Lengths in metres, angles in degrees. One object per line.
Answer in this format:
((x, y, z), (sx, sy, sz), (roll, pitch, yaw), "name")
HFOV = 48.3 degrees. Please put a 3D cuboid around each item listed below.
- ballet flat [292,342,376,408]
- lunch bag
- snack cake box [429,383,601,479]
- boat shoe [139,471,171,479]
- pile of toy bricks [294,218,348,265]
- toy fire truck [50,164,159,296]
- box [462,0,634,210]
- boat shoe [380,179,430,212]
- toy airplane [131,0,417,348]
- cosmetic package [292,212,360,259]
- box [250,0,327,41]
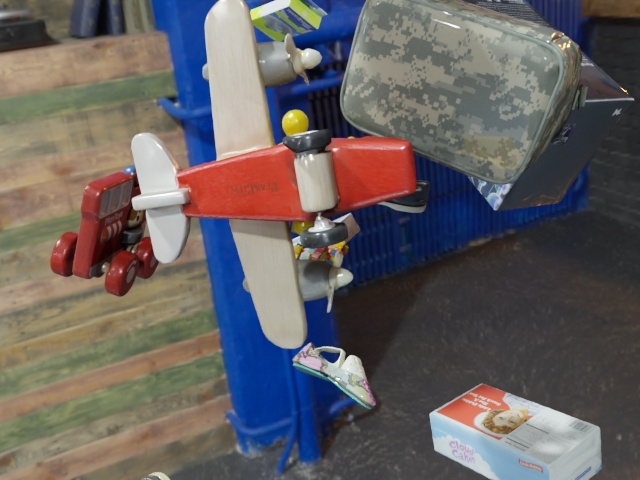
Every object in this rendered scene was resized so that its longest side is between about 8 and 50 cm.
((0.035, 0.258, 1.431), (0.221, 0.077, 0.079), (20, 73, 44), "ballet flat")
((0.217, -0.233, 1.026), (0.305, 0.213, 0.256), (24, 30, 19), "lunch bag")
((0.348, 0.361, 1.291), (0.152, 0.089, 0.264), (-21, 20, -33), "snack cake box")
((-0.153, 0.292, 0.651), (0.056, 0.152, 0.049), (-23, -20, 35), "boat shoe")
((0.000, 0.000, 1.689), (0.118, 0.105, 0.212), (28, 21, 17), "pile of toy bricks")
((-0.458, -0.036, 1.603), (0.169, 0.254, 0.302), (20, 18, 6), "toy fire truck")
((0.410, -0.307, 1.558), (0.211, 0.294, 0.395), (-8, 50, -32), "box")
((0.133, -0.128, 1.698), (0.254, 0.079, 0.095), (12, 26, 6), "boat shoe")
((-0.075, -0.086, 1.024), (0.384, 0.386, 0.272), (42, 34, 15), "toy airplane")
((-0.014, 0.008, 1.942), (0.239, 0.060, 0.099), (-24, 9, 38), "cosmetic package")
((-0.083, -0.557, 1.787), (0.178, 0.042, 0.109), (-1, -20, 45), "box")
